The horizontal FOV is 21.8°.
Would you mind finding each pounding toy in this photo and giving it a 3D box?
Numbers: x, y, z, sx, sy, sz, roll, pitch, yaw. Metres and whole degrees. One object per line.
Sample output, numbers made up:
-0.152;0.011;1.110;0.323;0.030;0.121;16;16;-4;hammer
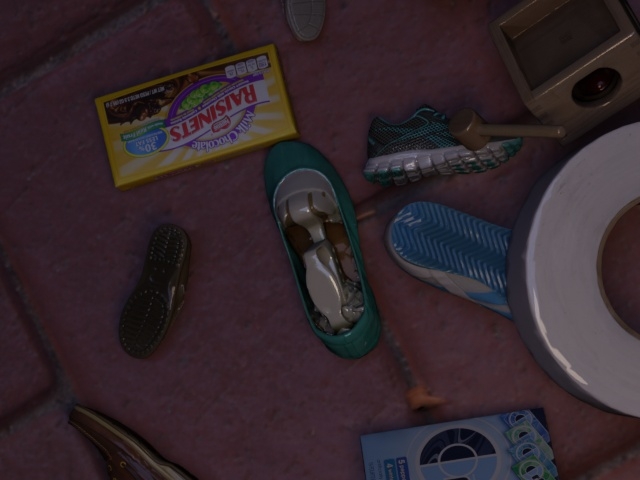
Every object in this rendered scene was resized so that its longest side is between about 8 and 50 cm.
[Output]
0.231;-0.145;1.643;0.206;0.094;0.181;-34;46;17;pounding toy

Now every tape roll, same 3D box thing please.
0.323;0.029;1.578;0.286;0.100;0.286;0;86;-5;tape roll

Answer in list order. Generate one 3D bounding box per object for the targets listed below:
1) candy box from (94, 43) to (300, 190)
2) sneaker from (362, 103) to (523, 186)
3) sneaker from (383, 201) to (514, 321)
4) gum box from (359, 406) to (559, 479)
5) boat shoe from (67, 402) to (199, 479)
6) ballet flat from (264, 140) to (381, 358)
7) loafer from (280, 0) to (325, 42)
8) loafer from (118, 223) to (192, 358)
-0.132;-0.131;1.777;0.206;0.027;0.105;-17;79;8;candy box
0.122;-0.106;1.706;0.166;0.065;0.076;-7;74;8;sneaker
0.171;0.028;1.659;0.228;0.092;0.087;27;82;-5;sneaker
0.138;0.248;1.598;0.184;0.041;0.157;-10;50;2;gum box
-0.192;0.232;1.696;0.178;0.064;0.060;35;85;13;boat shoe
0.000;0.000;1.693;0.083;0.087;0.247;-21;75;7;ballet flat
-0.024;-0.269;1.783;0.045;0.039;0.125;-3;79;-23;loafer
-0.165;0.054;1.736;0.056;0.050;0.148;25;100;18;loafer
